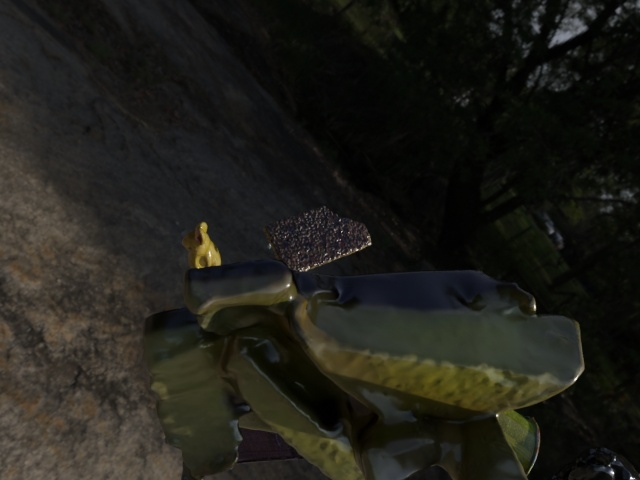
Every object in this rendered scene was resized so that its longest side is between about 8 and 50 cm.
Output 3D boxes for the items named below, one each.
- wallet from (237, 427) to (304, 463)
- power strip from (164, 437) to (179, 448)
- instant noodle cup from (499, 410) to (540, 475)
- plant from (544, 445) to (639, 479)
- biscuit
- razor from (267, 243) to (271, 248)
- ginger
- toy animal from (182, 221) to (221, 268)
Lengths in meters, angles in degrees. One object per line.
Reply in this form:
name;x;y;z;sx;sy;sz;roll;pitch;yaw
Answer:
wallet;-0.105;0.277;0.901;0.030;0.166;0.111;-26;101;-66
power strip;-0.345;0.603;1.737;0.215;0.145;0.061;19;-1;7
instant noodle cup;0.399;0.507;1.565;0.200;0.264;0.264;39;15;-5
plant;0.550;0.518;1.190;0.188;0.199;0.276;53;19;26
biscuit;-0.001;-0.012;1.373;0.131;0.237;0.026;66;-26;8
razor;-0.055;0.002;1.681;0.068;0.191;0.037;-54;132;-45
ginger;0.003;0.163;0.558;0.358;0.413;0.211;10;60;-40
toy animal;-0.256;0.006;1.286;0.159;0.070;0.083;93;-19;-62
